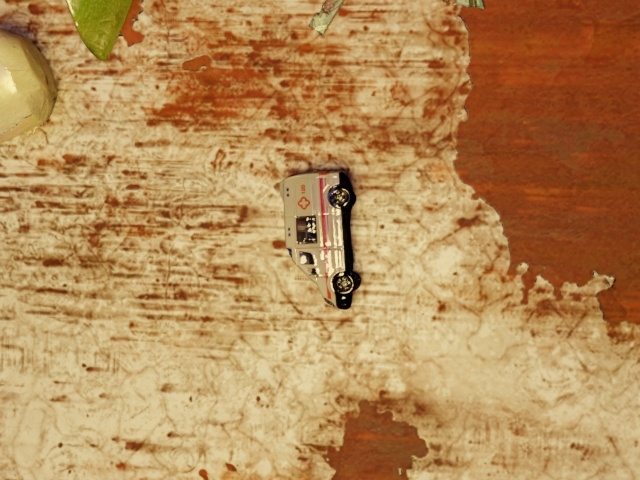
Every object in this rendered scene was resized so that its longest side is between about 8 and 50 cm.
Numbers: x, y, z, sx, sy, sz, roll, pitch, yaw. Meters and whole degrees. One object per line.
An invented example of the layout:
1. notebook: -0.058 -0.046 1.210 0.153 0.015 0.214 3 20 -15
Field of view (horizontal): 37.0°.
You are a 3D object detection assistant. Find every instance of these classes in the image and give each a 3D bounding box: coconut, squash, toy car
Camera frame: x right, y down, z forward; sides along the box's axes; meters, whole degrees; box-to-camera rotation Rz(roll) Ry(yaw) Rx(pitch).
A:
1. coconut: -0.498 -0.223 1.437 0.182 0.171 0.171 -27 89 5
2. squash: -0.370 -0.447 1.434 0.203 0.111 0.289 26 98 7
3. toy car: 0.000 0.000 1.416 0.108 0.089 0.210 -4 91 8

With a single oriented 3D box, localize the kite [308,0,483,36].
1. kite: 0.084 -0.472 1.418 0.406 0.014 0.369 32 97 4
